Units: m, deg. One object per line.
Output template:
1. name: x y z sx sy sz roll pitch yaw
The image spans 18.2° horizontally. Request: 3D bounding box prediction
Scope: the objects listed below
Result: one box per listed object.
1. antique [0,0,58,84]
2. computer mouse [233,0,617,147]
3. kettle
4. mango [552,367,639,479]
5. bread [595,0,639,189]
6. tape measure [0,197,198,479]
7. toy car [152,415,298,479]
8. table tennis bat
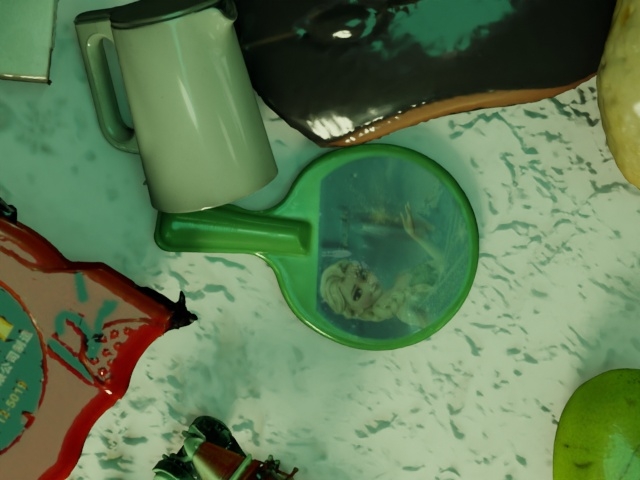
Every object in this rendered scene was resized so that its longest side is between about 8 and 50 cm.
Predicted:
1. antique: -0.255 -0.192 1.427 0.147 0.146 0.152 4 92 -8
2. computer mouse: 0.090 -0.180 1.502 0.323 0.116 0.183 -14 89 -8
3. kettle: -0.103 -0.107 1.473 0.098 0.127 0.148 -23 110 -24
4. mango: 0.236 0.186 1.557 0.117 0.089 0.163 -24 84 0
5. bread: 0.308 -0.146 1.491 0.244 0.134 0.245 -16 114 -41
6. tape measure: -0.260 0.086 1.451 0.260 0.114 0.253 32 88 -6
7. toy car: -0.053 0.188 1.491 0.143 0.054 0.073 33 61 12
8. table tennis bat: 0.000 0.000 1.532 0.257 0.039 0.161 6 89 -12
